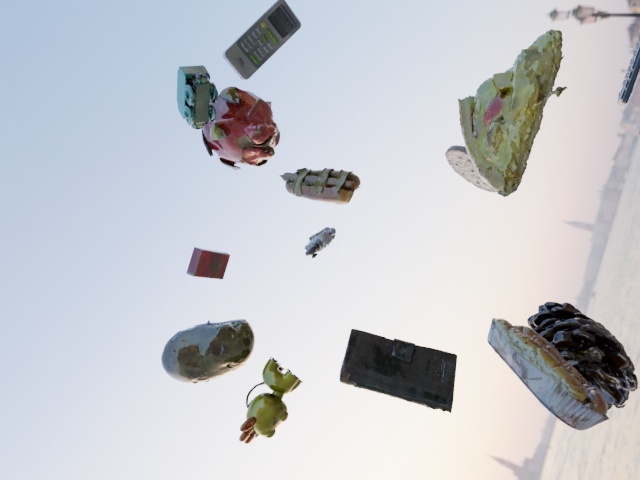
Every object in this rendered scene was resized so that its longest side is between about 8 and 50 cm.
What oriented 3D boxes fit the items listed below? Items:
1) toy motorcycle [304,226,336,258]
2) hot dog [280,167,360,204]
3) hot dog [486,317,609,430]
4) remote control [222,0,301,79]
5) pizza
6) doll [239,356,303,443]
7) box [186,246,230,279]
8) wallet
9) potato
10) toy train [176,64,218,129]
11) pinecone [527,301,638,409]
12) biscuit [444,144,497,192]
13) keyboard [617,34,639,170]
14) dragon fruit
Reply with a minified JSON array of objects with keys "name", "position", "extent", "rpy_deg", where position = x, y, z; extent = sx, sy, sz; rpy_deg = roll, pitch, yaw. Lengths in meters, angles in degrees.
[{"name":"toy motorcycle","position":[0.000,0.000,1.876],"extent":[0.151,0.074,0.229],"rpy_deg":[-41,3,8]},{"name":"hot dog","position":[-0.004,-0.164,1.396],"extent":[0.109,0.269,0.072],"rpy_deg":[-60,-35,-30]},{"name":"hot dog","position":[0.402,0.229,0.867],"extent":[0.144,0.268,0.075],"rpy_deg":[24,-75,-25]},{"name":"remote control","position":[-0.170,-0.588,1.409],"extent":[0.250,0.034,0.103],"rpy_deg":[-47,-61,-9]},{"name":"pizza","position":[0.357,-0.272,0.923],"extent":[0.280,0.075,0.288],"rpy_deg":[-101,21,-44]},{"name":"doll","position":[-0.144,0.435,1.275],"extent":[0.221,0.135,0.143],"rpy_deg":[-57,-21,-17]},{"name":"box","position":[-0.441,0.091,1.899],"extent":[0.175,0.048,0.112],"rpy_deg":[18,-92,-61]},{"name":"wallet","position":[0.220,0.359,1.348],"extent":[0.044,0.316,0.169],"rpy_deg":[93,-167,-57]},{"name":"potato","position":[-0.304,0.301,1.321],"extent":[0.165,0.262,0.165],"rpy_deg":[-21,-90,-87]},{"name":"toy train","position":[-0.402,-0.466,1.551],"extent":[0.107,0.154,0.198],"rpy_deg":[-16,-34,-29]},{"name":"pinecone","position":[0.677,0.323,1.284],"extent":[0.242,0.298,0.296],"rpy_deg":[-44,-6,18]},{"name":"biscuit","position":[0.424,-0.198,1.317],"extent":[0.027,0.188,0.188],"rpy_deg":[-51,-33,-3]},{"name":"keyboard","position":[0.531,-0.307,0.790],"extent":[0.103,0.041,0.381],"rpy_deg":[-24,-58,-61]},{"name":"dragon fruit","position":[-0.293,-0.394,1.797],"extent":[0.305,0.305,0.226],"rpy_deg":[64,-174,-49]}]
